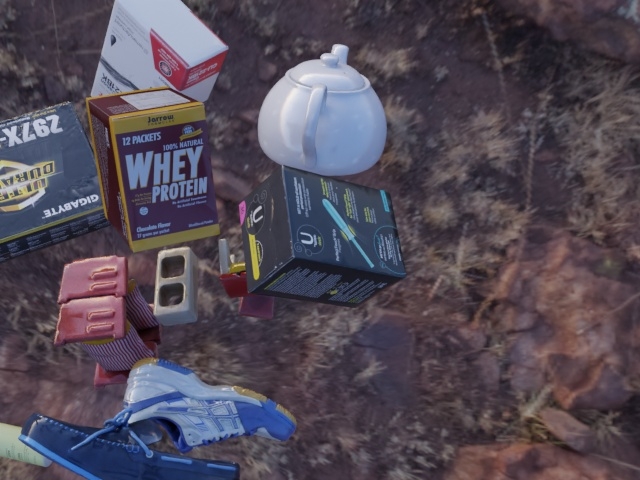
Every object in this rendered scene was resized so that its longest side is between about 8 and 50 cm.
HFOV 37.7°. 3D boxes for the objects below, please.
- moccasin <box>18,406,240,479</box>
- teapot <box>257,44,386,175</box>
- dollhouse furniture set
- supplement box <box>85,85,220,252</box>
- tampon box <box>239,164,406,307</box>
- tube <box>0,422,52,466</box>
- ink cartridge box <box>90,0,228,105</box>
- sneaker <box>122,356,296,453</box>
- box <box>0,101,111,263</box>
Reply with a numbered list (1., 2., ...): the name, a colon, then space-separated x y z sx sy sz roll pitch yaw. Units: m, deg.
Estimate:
1. moccasin: -0.276 0.317 1.396 0.342 0.137 0.117 31 74 -27
2. teapot: 0.007 -0.239 1.677 0.252 0.256 0.187 -14 125 -34
3. dollhouse furniture set: -0.226 0.123 1.552 0.374 0.201 0.152 -8 59 8
4. supplement box: -0.245 -0.109 1.363 0.129 0.194 0.191 -13 110 -21
5. tampon box: 0.000 0.000 1.103 0.161 0.101 0.121 12 57 -34
6. tube: -0.619 0.374 1.770 0.240 0.062 0.070 11 85 8
7. ink cartridge box: -0.314 -0.319 1.790 0.197 0.273 0.114 45 51 9
8. sneaker: -0.188 0.301 1.560 0.296 0.112 0.131 20 65 -12
9. box: -0.563 -0.097 1.709 0.321 0.079 0.257 -20 61 -17
